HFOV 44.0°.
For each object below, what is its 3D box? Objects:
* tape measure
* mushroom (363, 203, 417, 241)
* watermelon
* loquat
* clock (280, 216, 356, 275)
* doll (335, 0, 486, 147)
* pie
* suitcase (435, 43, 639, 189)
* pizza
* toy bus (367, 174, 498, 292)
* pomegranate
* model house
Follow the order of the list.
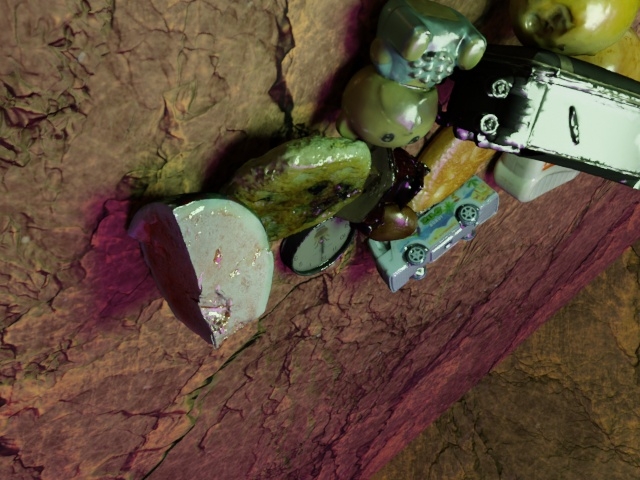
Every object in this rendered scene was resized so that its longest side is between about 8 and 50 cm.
[{"bbox_3d":[0.555,-0.227,1.954,0.258,0.130,0.265,-24,141,-33],"label":"tape measure"},{"bbox_3d":[0.144,-0.035,1.744,0.170,0.135,0.080,67,32,-81],"label":"mushroom"},{"bbox_3d":[-0.198,0.021,1.310,0.224,0.180,0.305,-10,130,2],"label":"watermelon"},{"bbox_3d":[0.468,-0.450,1.452,0.244,0.244,0.243,-30,149,-20],"label":"loquat"},{"bbox_3d":[0.000,0.000,1.684,0.185,0.040,0.184,-29,149,-20],"label":"clock"},{"bbox_3d":[0.140,-0.274,1.352,0.177,0.161,0.260,-2,133,-30],"label":"doll"},{"bbox_3d":[-0.042,-0.083,1.414,0.323,0.070,0.323,-18,158,-8],"label":"pie"},{"bbox_3d":[0.434,-0.230,1.436,0.434,0.283,0.194,13,102,-20],"label":"suitcase"},{"bbox_3d":[0.310,-0.196,1.754,0.365,0.074,0.182,-51,148,16],"label":"pizza"},{"bbox_3d":[0.260,-0.026,1.859,0.330,0.136,0.109,-37,155,-10],"label":"toy bus"},{"bbox_3d":[0.566,-0.368,1.675,0.248,0.248,0.248,-30,149,-20],"label":"pomegranate"},{"bbox_3d":[0.112,-0.110,1.595,0.203,0.141,0.164,-43,165,19],"label":"model house"}]
